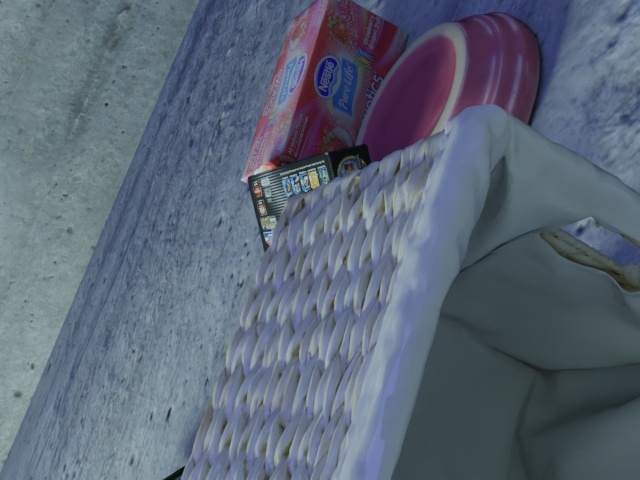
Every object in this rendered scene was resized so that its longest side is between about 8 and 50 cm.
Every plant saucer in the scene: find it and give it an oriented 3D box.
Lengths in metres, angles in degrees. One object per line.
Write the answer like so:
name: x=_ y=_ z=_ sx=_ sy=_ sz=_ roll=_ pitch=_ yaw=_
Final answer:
plant saucer: x=0.140 y=-0.148 z=1.326 sx=0.332 sy=0.084 sz=0.332 roll=-49 pitch=26 yaw=34

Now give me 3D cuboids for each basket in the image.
basket: x=0.112 y=0.144 z=0.725 sx=0.266 sy=0.328 sz=0.331 roll=-18 pitch=49 yaw=56

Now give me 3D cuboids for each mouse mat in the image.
mouse mat: x=-0.274 y=0.391 z=1.600 sx=0.189 sy=0.007 sz=0.152 roll=-28 pitch=-5 yaw=-18

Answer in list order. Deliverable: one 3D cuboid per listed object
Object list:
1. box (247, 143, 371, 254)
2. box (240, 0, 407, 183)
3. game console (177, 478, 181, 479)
box: x=0.000 y=0.000 z=1.368 sx=0.270 sy=0.060 sz=0.216 roll=-7 pitch=96 yaw=65
box: x=0.007 y=-0.208 z=1.598 sx=0.142 sy=0.154 sz=0.300 roll=-27 pitch=42 yaw=57
game console: x=-0.190 y=0.393 z=1.441 sx=0.361 sy=0.044 sz=0.213 roll=-32 pitch=16 yaw=31
